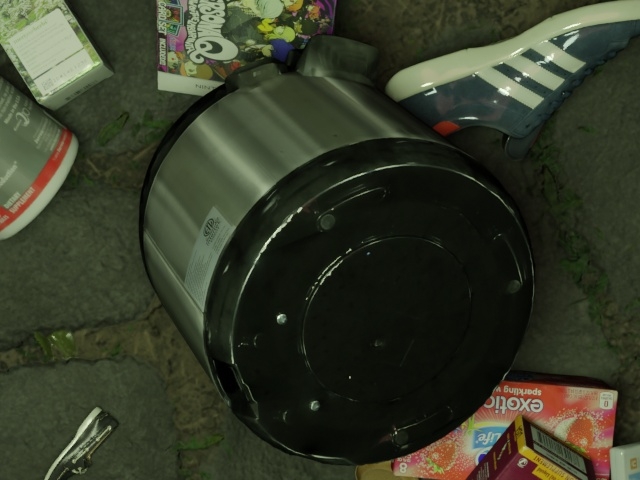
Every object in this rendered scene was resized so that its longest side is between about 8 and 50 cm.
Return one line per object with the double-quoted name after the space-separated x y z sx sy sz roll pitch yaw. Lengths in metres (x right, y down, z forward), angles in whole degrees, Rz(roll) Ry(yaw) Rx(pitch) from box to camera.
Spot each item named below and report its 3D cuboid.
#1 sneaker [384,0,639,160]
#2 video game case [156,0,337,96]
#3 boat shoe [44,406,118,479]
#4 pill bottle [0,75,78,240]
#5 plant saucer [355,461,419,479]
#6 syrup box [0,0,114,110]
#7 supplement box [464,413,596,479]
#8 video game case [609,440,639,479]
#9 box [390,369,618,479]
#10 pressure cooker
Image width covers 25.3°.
0.260 -0.181 1.704 0.350 0.131 0.148 -19 93 10 "sneaker"
-0.087 -0.255 1.675 0.210 0.232 0.041 9 50 1 "video game case"
-0.298 0.266 1.767 0.038 0.046 0.125 35 84 6 "boat shoe"
-0.438 -0.142 1.659 0.283 0.161 0.161 39 92 -24 "pill bottle"
0.080 0.297 1.741 0.083 0.083 0.015 20 124 2 "plant saucer"
-0.358 -0.284 1.735 0.093 0.096 0.236 -33 89 0 "syrup box"
0.213 0.306 1.612 0.104 0.081 0.188 33 109 -8 "supplement box"
0.420 0.336 1.690 0.193 0.023 0.212 -5 92 -38 "video game case"
0.216 0.222 1.705 0.257 0.122 0.128 5 92 2 "box"
-0.005 -0.002 1.575 0.370 0.420 0.375 -36 121 -6 "pressure cooker"
